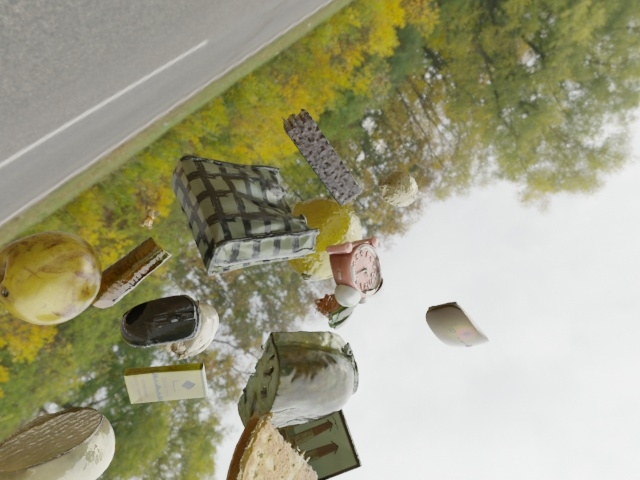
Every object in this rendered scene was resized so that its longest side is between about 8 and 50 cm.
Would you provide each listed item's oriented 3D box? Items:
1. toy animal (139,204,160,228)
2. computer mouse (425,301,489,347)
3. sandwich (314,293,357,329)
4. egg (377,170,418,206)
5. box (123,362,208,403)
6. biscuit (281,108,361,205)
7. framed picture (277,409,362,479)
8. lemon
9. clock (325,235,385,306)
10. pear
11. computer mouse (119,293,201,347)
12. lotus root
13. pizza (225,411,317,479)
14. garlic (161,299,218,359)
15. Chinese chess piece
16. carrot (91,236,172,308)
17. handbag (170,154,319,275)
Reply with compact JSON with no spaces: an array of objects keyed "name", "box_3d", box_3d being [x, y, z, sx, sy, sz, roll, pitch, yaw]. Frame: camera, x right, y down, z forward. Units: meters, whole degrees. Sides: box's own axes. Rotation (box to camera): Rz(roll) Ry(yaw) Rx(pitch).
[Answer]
[{"name":"toy animal","box_3d":[-0.616,-0.087,1.695,0.081,0.060,0.083,110,-3,-70]},{"name":"computer mouse","box_3d":[0.504,0.326,1.732,0.158,0.310,0.072,-17,-135,33]},{"name":"sandwich","box_3d":[0.073,0.318,2.247,0.185,0.160,0.109,-36,148,-35]},{"name":"egg","box_3d":[0.244,-0.161,1.480,0.118,0.116,0.140,-6,169,29]},{"name":"box","box_3d":[-0.563,0.524,1.732,0.279,0.153,0.041,-3,-148,-8]},{"name":"biscuit","box_3d":[0.001,-0.205,1.141,0.070,0.252,0.106,-36,-158,6]},{"name":"framed picture","box_3d":[-0.040,0.570,1.362,0.013,0.244,0.324,8,142,-48]},{"name":"lemon","box_3d":[0.000,0.000,2.010,0.350,0.350,0.387,-13,-129,56]},{"name":"clock","box_3d":[0.087,0.080,1.191,0.093,0.162,0.166,-11,179,42]},{"name":"pear","box_3d":[-0.783,0.106,1.362,0.281,0.281,0.281,-35,-163,12]},{"name":"computer mouse","box_3d":[-0.489,0.244,1.397,0.270,0.137,0.086,-13,170,11]},{"name":"lotus root","box_3d":[-0.028,0.353,1.111,0.267,0.260,0.149,-64,-146,30]},{"name":"pizza","box_3d":[-0.084,0.400,0.820,0.062,0.199,0.188,2,-113,46]},{"name":"garlic","box_3d":[-0.475,0.332,1.712,0.281,0.185,0.203,-6,-112,29]},{"name":"Chinese chess piece","box_3d":[-0.796,0.640,1.409,0.338,0.140,0.338,-10,-168,2]},{"name":"carrot","box_3d":[-0.648,0.105,1.590,0.302,0.114,0.114,-39,-164,-2]},{"name":"handbag","box_3d":[-0.211,-0.079,1.320,0.327,0.325,0.162,-6,144,-36]}]
